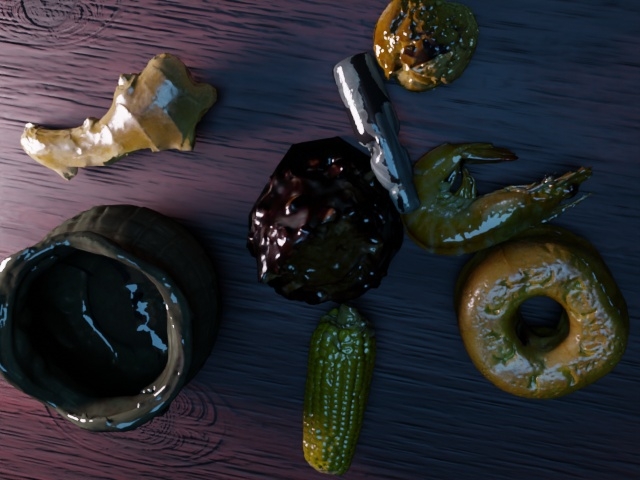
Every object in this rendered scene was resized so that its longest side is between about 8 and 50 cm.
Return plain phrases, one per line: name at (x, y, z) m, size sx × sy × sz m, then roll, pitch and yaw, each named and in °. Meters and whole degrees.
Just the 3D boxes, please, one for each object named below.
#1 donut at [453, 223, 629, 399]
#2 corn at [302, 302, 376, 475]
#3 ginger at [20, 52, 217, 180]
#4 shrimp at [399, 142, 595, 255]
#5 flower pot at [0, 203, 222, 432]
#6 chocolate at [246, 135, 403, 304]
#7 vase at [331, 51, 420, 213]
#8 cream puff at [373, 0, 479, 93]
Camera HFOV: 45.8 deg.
donut at (0.285, 0.096, 0.987) m, size 0.227 × 0.114 × 0.226 m, roll 2°, pitch 104°, yaw 8°
corn at (0.024, 0.208, 1.055) m, size 0.097 × 0.097 × 0.261 m, roll 9°, pitch 108°, yaw 6°
ginger at (-0.280, -0.160, 1.023) m, size 0.295 × 0.086 × 0.131 m, roll -12°, pitch 123°, yaw 15°
shrimp at (0.223, -0.062, 0.980) m, size 0.249 × 0.068 × 0.150 m, roll -9°, pitch 84°, yaw 9°
flower pot at (-0.283, 0.108, 1.012) m, size 0.302 × 0.213 × 0.301 m, roll 1°, pitch 102°, yaw 7°
chocolate at (0.000, 0.000, 0.971) m, size 0.206 × 0.177 × 0.224 m, roll 33°, pitch 106°, yaw 0°
vase at (0.077, -0.133, 0.969) m, size 0.060 × 0.060 × 0.211 m, roll -22°, pitch 86°, yaw 12°
cream puff at (0.131, -0.247, 0.939) m, size 0.133 × 0.104 × 0.119 m, roll -10°, pitch 94°, yaw 8°
